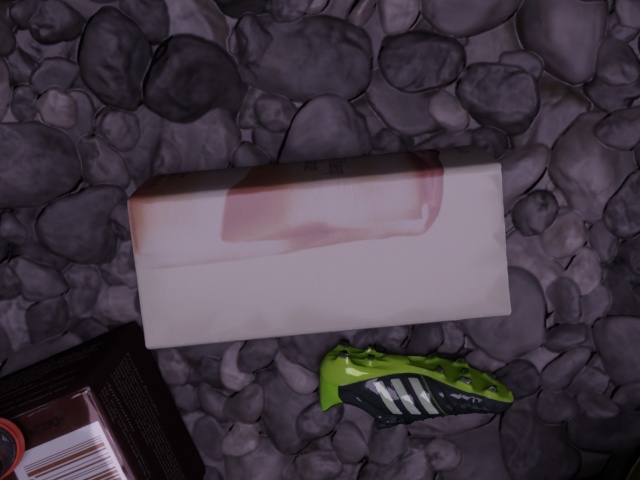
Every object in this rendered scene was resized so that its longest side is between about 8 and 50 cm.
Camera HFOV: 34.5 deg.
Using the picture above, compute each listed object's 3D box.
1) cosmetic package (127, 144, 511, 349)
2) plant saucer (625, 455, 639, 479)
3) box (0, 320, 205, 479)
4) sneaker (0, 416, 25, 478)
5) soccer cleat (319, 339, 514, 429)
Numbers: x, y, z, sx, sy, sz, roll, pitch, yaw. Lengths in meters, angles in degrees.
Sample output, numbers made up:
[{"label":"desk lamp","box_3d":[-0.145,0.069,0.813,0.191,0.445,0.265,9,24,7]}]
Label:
[{"label":"cosmetic package","box_3d":[0.000,0.000,0.875,0.296,0.153,0.129,-5,100,-1]},{"label":"plant saucer","box_3d":[0.393,0.263,0.976,0.241,0.037,0.241,0,100,0]},{"label":"box","box_3d":[-0.215,0.196,0.879,0.167,0.203,0.168,-23,98,4]},{"label":"sneaker","box_3d":[-0.286,0.187,0.742,0.158,0.065,0.061,-42,97,7]},{"label":"soccer cleat","box_3d":[0.086,0.141,0.949,0.179,0.060,0.072,10,109,5]}]
